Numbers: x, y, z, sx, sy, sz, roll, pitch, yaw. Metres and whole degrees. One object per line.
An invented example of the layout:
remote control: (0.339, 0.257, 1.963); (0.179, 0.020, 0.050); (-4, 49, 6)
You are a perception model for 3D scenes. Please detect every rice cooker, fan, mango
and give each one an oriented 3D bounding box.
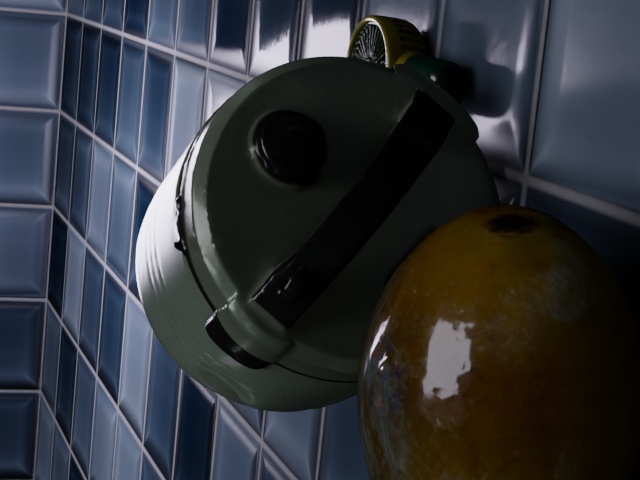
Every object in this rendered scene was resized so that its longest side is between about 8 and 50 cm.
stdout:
rice cooker: (0.000, 0.000, 1.061); (0.244, 0.226, 0.226); (134, 135, -66)
fan: (0.063, -0.116, 1.144); (0.155, 0.039, 0.082); (-147, 62, -65)
mango: (0.093, 0.112, 0.886); (0.316, 0.146, 0.193); (93, 169, -50)
